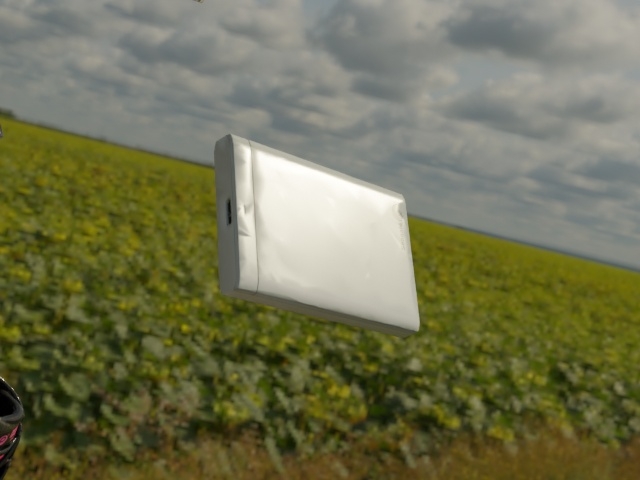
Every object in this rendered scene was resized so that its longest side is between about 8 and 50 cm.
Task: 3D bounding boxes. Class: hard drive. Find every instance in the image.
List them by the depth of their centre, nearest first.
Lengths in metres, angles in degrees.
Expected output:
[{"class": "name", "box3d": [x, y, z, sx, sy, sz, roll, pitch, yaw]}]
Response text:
[{"class": "hard drive", "box3d": [0.000, 0.000, 1.692, 0.353, 0.233, 0.047, 17, -31, -41]}]

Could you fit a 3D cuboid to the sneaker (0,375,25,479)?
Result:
[{"class": "sneaker", "box3d": [-0.547, 0.322, 1.769, 0.202, 0.483, 0.185, -4, 27, 11]}]

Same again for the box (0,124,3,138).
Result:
[{"class": "box", "box3d": [-0.662, -0.224, 1.943, 0.060, 0.216, 0.270, 3, 28, 26]}]

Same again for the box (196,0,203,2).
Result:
[{"class": "box", "box3d": [-0.176, -0.406, 1.787, 0.028, 0.081, 0.136, 38, 9, -6]}]
